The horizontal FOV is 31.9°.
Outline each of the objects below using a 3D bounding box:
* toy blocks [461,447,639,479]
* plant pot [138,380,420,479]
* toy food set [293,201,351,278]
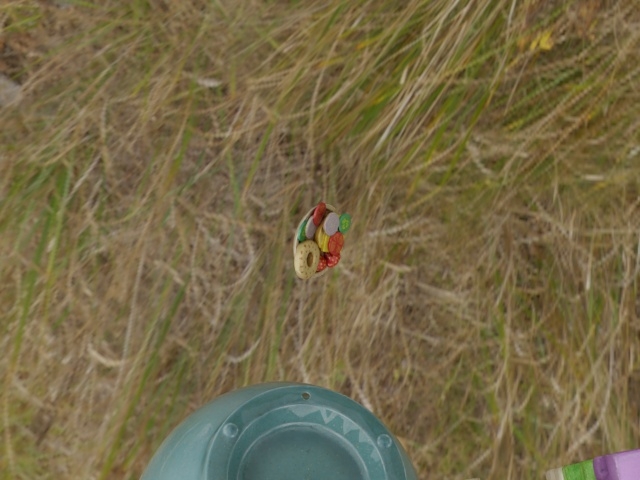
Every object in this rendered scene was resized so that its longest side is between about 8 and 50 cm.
[{"bbox_3d":[0.206,0.251,0.644,0.309,0.288,0.260,-10,75,0],"label":"toy blocks"},{"bbox_3d":[-0.027,0.246,1.007,0.293,0.293,0.196,25,146,3],"label":"plant pot"},{"bbox_3d":[0.000,0.000,1.189,0.020,0.083,0.082,15,98,37],"label":"toy food set"}]
